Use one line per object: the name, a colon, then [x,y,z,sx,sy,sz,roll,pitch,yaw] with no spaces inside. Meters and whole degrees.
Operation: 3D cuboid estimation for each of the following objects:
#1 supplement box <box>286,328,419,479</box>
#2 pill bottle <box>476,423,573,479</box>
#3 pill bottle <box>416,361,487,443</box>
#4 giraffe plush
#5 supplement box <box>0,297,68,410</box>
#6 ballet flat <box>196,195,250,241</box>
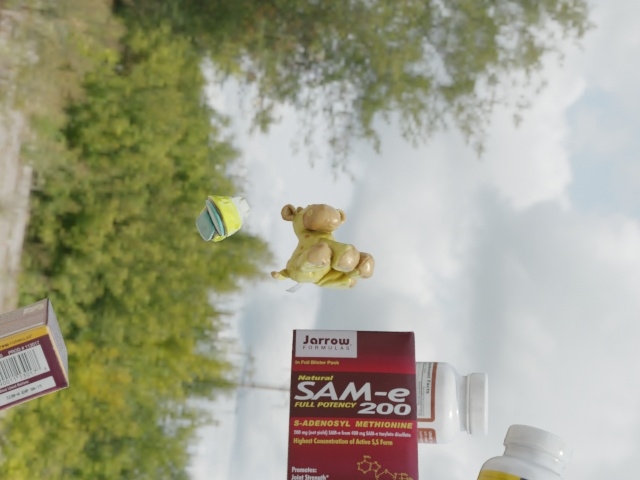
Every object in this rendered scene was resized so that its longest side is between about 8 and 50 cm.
supplement box: [0.031,0.210,1.116,0.073,0.130,0.239,92,-2,-61]
pill bottle: [0.209,0.296,1.207,0.103,0.103,0.184,129,-15,-69]
pill bottle: [0.136,0.238,1.650,0.121,0.216,0.121,0,90,-80]
giraffe plush: [0.000,0.000,2.284,0.210,0.181,0.170,-19,-119,41]
supplement box: [-0.372,0.139,1.388,0.188,0.104,0.080,-149,-139,-75]
ballet flat: [-0.163,-0.045,1.942,0.077,0.077,0.231,67,-15,0]
